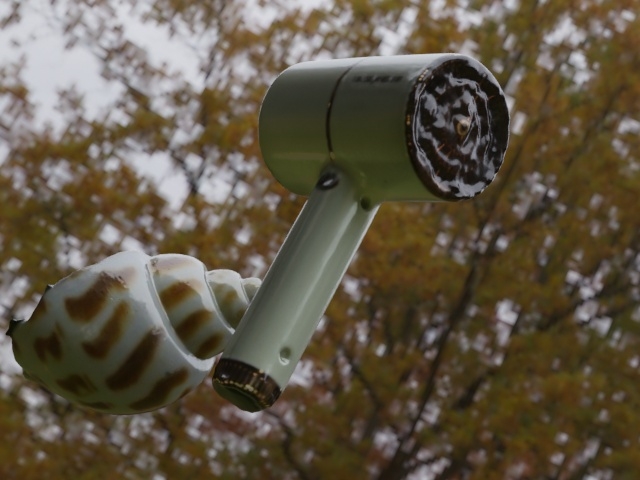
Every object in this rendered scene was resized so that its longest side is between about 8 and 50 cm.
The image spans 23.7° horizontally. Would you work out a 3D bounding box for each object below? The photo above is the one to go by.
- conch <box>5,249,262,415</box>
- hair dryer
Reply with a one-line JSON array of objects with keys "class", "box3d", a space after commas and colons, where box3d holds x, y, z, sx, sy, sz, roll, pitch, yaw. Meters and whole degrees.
[{"class": "conch", "box3d": [-0.180, 0.095, 1.620, 0.149, 0.275, 0.183, 51, -7, 22]}, {"class": "hair dryer", "box3d": [0.000, 0.000, 1.294, 0.203, 0.362, 0.128, 5, -30, 48]}]
